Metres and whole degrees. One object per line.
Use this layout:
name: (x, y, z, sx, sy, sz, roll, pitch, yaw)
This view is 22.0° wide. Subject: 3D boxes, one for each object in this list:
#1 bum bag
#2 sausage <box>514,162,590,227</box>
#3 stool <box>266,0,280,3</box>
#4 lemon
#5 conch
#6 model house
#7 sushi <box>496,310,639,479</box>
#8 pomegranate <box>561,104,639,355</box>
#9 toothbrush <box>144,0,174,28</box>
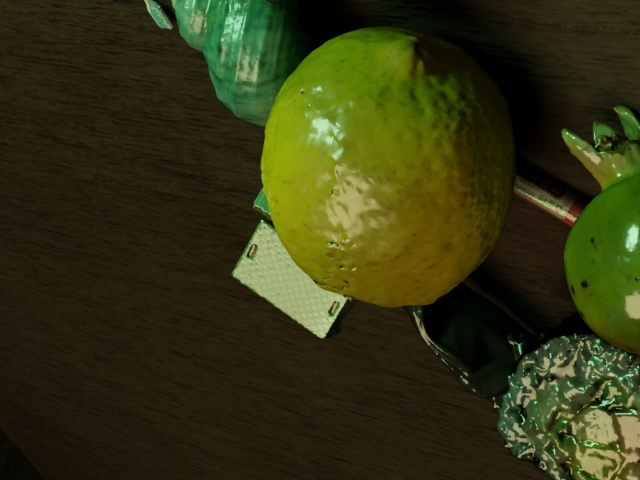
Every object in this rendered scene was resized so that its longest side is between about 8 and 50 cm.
bum bag: (0.203, 0.139, 1.920, 0.326, 0.142, 0.080, 40, 120, -9)
sausage: (0.226, -0.050, 1.704, 0.253, 0.034, 0.034, 30, 154, 15)
stool: (-0.053, -0.334, 1.465, 0.232, 0.141, 0.232, 30, 154, 17)
lemon: (0.067, -0.068, 1.618, 0.253, 0.253, 0.310, 24, 134, 27)
conch: (-0.070, -0.210, 1.695, 0.202, 0.134, 0.196, 57, 172, -5)
model house: (0.000, 0.000, 1.882, 0.178, 0.206, 0.271, 34, 155, 6)
sushi: (0.328, 0.165, 1.772, 0.225, 0.218, 0.238, -36, 74, 32)
pomegranate: (0.299, 0.002, 1.519, 0.246, 0.198, 0.198, 37, 155, 11)
toothbrush: (-0.237, -0.338, 1.842, 0.026, 0.022, 0.263, 28, 157, 53)
